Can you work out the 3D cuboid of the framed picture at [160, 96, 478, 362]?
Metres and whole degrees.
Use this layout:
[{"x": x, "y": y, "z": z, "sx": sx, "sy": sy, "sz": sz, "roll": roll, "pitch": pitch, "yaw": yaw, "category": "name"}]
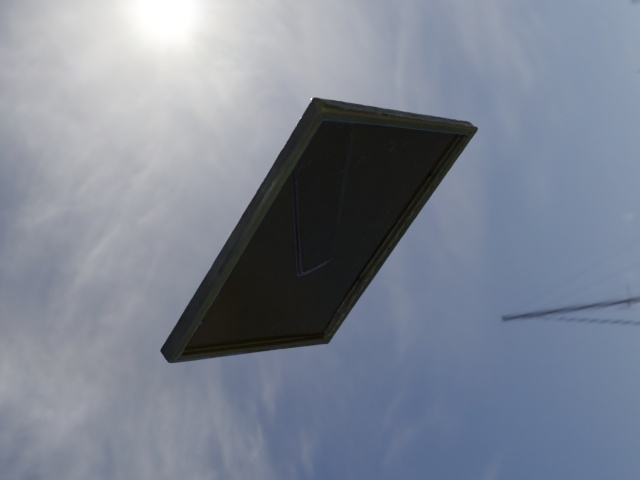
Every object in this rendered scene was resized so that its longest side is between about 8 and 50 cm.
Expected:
[{"x": 0.000, "y": 0.000, "z": 0.965, "sx": 0.240, "sy": 0.324, "sz": 0.020, "roll": -1, "pitch": -137, "yaw": -45, "category": "framed picture"}]
